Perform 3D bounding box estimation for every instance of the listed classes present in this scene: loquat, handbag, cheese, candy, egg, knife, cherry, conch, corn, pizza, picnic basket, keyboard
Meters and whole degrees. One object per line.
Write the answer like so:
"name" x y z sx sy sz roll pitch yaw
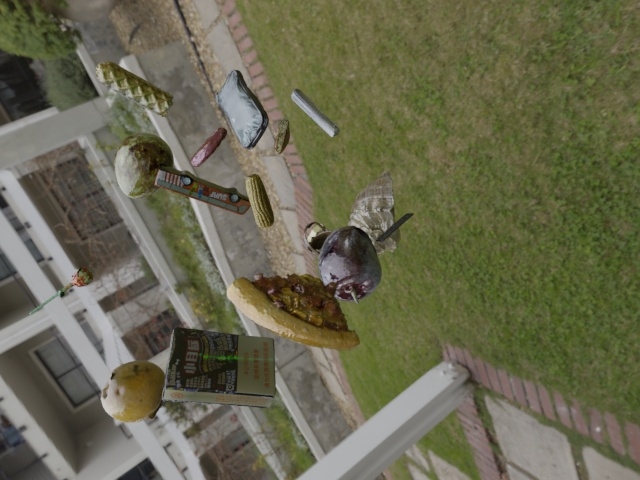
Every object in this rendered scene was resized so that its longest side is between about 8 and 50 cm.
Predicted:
"loquat" -0.684 0.567 1.704 0.244 0.244 0.244 47 155 29
"handbag" -0.335 -0.552 1.903 0.191 0.075 0.332 -48 65 38
"cheese" -0.007 0.020 2.577 0.050 0.127 0.255 36 155 32
"candy" -1.104 0.216 1.937 0.078 0.287 0.084 24 147 52
"egg" -0.758 -0.318 1.947 0.238 0.290 0.238 16 170 3
"knife" -0.019 -0.529 1.879 0.265 0.073 0.041 47 132 12
"cherry" 0.105 0.092 1.623 0.255 0.218 0.296 45 -141 -48
"conch" 0.213 -0.117 1.825 0.297 0.209 0.352 98 166 -65
"corn" -0.235 -0.153 1.764 0.080 0.080 0.231 33 144 49
"pizza" -0.038 0.124 0.957 0.289 0.229 0.081 23 112 3
"picnic basket" 0.000 0.000 1.945 0.137 0.128 0.178 -16 127 43
"keyboard" 0.255 -0.047 1.566 0.010 0.155 0.053 53 165 -12

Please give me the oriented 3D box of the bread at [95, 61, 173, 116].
"bread" -0.660 -0.540 1.619 0.087 0.269 0.098 -45 31 35

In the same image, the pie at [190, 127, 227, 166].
"pie" -0.412 -0.344 1.687 0.049 0.182 0.182 43 165 -21

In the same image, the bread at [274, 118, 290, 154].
"bread" -0.166 -0.458 2.027 0.054 0.154 0.136 18 -172 8

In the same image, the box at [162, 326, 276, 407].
"box" -0.291 0.374 1.340 0.198 0.310 0.084 -98 25 -46

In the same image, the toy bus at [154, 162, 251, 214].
"toy bus" -0.489 -0.214 1.926 0.092 0.408 0.093 -63 26 16
